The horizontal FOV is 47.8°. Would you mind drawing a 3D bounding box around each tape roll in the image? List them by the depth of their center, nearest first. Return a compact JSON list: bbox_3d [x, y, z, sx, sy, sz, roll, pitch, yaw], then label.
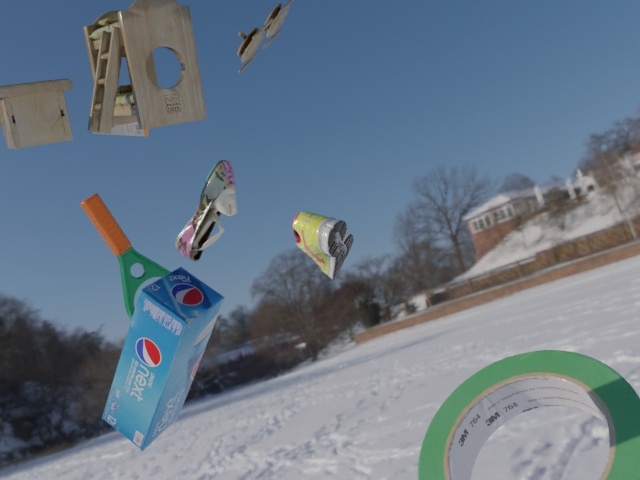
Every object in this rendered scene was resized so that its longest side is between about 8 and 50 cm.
[{"bbox_3d":[0.290,0.298,0.979,0.321,0.077,0.321,-27,33,19],"label":"tape roll"}]

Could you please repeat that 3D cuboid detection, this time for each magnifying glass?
[{"bbox_3d":[-0.274,0.036,1.056,0.092,0.231,0.026,-37,16,-25],"label":"magnifying glass"}]

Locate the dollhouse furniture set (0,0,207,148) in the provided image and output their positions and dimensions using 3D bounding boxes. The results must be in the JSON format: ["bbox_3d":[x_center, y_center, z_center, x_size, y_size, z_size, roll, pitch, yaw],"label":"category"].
[{"bbox_3d":[-0.213,-0.143,0.619,0.160,0.101,0.182,-15,16,-31],"label":"dollhouse furniture set"}]

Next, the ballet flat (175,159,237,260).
[{"bbox_3d":[-0.216,-0.052,1.451,0.222,0.079,0.077,-58,-22,18],"label":"ballet flat"}]

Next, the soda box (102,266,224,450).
[{"bbox_3d":[-0.182,0.137,0.827,0.071,0.067,0.210,-36,-24,-55],"label":"soda box"}]

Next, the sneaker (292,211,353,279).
[{"bbox_3d":[0.000,0.000,1.285,0.094,0.082,0.208,22,-20,15],"label":"sneaker"}]

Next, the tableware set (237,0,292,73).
[{"bbox_3d":[-0.132,-0.471,1.617,0.194,0.039,0.128,-55,2,-35],"label":"tableware set"}]

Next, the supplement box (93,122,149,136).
[{"bbox_3d":[-0.348,-0.218,1.273,0.098,0.062,0.036,4,-40,0],"label":"supplement box"}]
